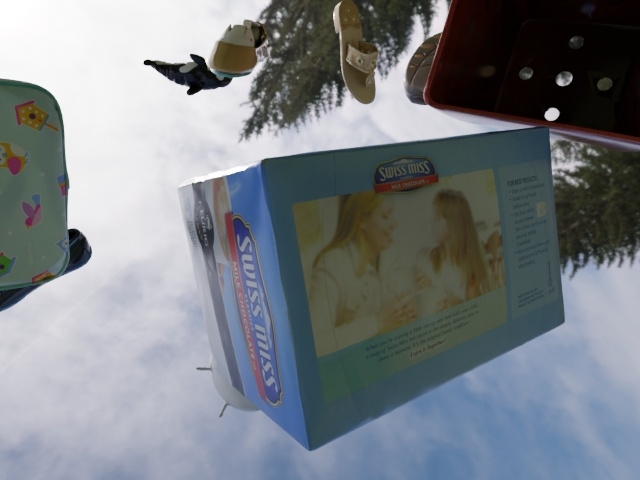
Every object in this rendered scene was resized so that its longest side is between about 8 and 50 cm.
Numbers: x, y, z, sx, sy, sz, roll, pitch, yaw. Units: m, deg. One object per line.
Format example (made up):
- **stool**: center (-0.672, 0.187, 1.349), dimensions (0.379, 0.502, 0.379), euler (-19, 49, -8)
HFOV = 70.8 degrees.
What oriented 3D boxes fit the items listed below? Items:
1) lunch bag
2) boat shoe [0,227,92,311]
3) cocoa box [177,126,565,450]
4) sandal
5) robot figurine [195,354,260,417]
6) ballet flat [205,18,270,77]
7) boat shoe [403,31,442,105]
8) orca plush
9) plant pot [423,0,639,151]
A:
- **lunch bag**: center (-0.443, -0.072, 0.554), dimensions (0.224, 0.279, 0.108), euler (-10, -157, -44)
- **boat shoe**: center (-0.575, 0.047, 0.851), dimensions (0.109, 0.089, 0.258), euler (35, -129, 18)
- **cocoa box**: center (0.061, 0.015, 0.495), dimensions (0.347, 0.228, 0.231), euler (-13, -81, -30)
- **sandal**: center (0.097, -0.443, 1.059), dimensions (0.088, 0.079, 0.240), euler (-25, -72, -25)
- **robot figurine**: center (-0.122, 0.282, 1.116), dimensions (0.353, 0.200, 0.300), euler (-26, -104, -31)
- **ballet flat**: center (-0.132, -0.322, 0.737), dimensions (0.080, 0.073, 0.232), euler (10, -151, -2)
- **boat shoe**: center (0.297, -0.348, 0.873), dimensions (0.355, 0.130, 0.132), euler (-41, -132, -21)
- **orca plush**: center (-0.439, -0.539, 1.494), dimensions (0.287, 0.151, 0.102), euler (11, -107, -16)
- **plant pot**: center (0.322, -0.252, 0.590), dimensions (0.267, 0.267, 0.236), euler (19, -174, 25)
